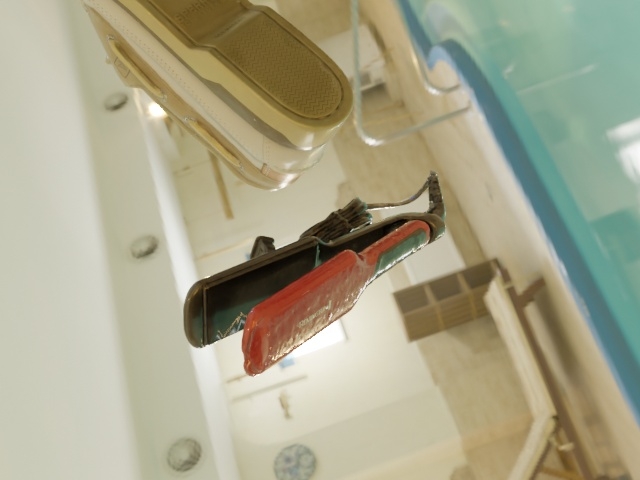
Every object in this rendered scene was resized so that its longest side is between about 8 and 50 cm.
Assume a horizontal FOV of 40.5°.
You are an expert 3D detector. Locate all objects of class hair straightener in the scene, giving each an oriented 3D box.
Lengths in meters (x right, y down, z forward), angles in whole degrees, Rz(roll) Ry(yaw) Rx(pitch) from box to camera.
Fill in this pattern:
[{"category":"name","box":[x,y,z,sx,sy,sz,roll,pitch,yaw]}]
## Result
[{"category":"hair straightener","box":[0.000,0.000,0.517,0.089,0.230,0.047,19,125,31]}]

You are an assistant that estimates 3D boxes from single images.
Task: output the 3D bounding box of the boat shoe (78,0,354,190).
[{"category":"boat shoe","box":[-0.115,-0.155,0.620,0.302,0.113,0.103,47,139,8]}]
